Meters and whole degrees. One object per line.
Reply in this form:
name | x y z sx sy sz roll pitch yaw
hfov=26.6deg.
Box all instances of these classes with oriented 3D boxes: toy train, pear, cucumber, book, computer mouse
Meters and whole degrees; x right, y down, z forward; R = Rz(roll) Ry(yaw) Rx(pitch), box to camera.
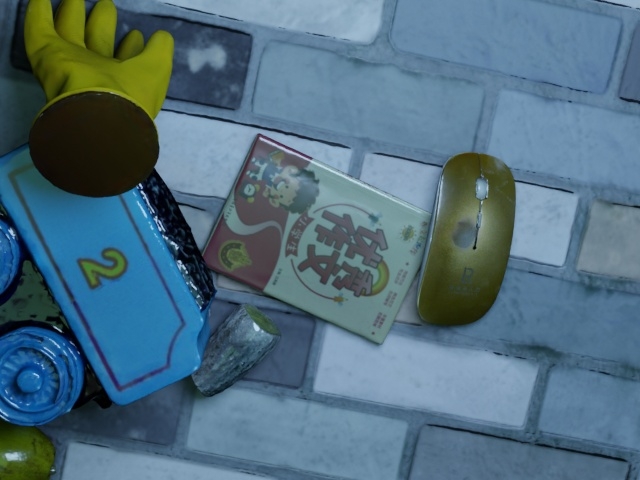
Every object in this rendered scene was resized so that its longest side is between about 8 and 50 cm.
toy train | -0.258 0.039 1.440 0.265 0.188 0.300 -26 100 3
pear | -0.360 0.247 1.519 0.131 0.107 0.107 16 100 2
cucumber | -0.101 0.126 1.530 0.112 0.064 0.064 -44 99 9
book | 0.000 0.000 1.526 0.232 0.022 0.162 25 99 -6
computer mouse | 0.162 0.001 1.512 0.102 0.045 0.199 7 102 -25

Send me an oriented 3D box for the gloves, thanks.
gloves | -0.227 -0.173 1.356 0.133 0.294 0.116 35 115 -30
